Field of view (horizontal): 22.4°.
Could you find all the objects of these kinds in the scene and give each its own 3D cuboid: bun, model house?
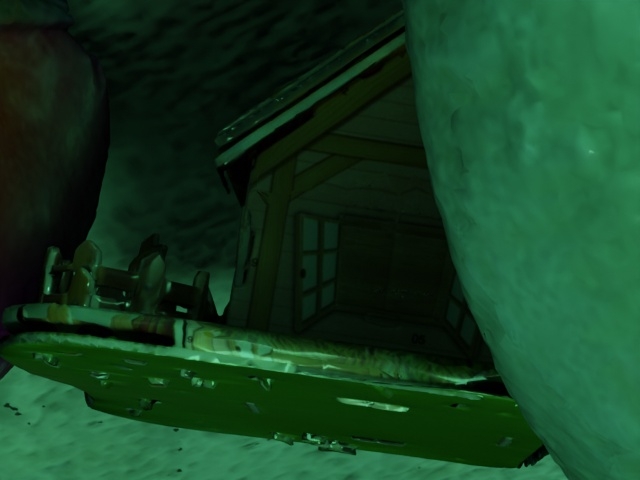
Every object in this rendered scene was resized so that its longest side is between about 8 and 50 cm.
[{"bbox_3d":[0.173,-0.067,0.486,0.211,0.362,0.362,-8,147,29],"label":"bun"},{"bbox_3d":[0.001,0.000,0.649,0.207,0.154,0.294,9,169,4],"label":"model house"}]

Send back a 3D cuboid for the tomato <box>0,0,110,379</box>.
[{"bbox_3d":[-0.250,0.013,0.626,0.335,0.176,0.289,16,140,-32],"label":"tomato"}]
